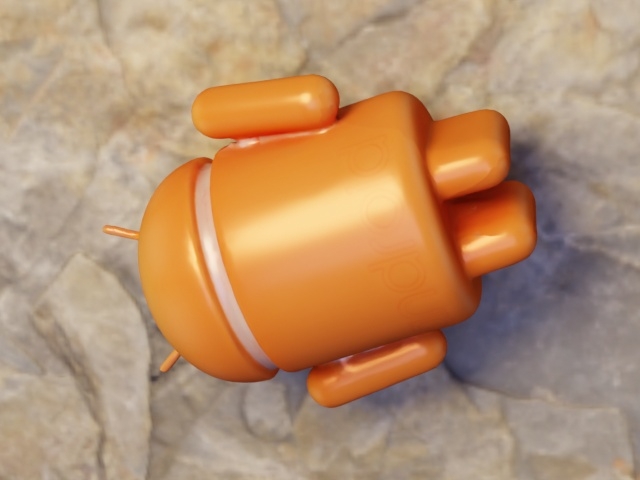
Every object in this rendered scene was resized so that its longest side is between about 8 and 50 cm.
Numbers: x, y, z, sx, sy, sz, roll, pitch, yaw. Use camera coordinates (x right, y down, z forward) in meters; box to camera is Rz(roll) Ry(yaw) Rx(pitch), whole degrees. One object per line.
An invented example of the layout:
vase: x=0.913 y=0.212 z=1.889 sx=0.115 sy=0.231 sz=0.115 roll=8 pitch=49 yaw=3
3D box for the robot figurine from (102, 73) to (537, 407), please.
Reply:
robot figurine: x=-0.001 y=-0.002 z=0.803 sx=0.219 sy=0.128 sz=0.158 roll=-18 pitch=147 yaw=14
